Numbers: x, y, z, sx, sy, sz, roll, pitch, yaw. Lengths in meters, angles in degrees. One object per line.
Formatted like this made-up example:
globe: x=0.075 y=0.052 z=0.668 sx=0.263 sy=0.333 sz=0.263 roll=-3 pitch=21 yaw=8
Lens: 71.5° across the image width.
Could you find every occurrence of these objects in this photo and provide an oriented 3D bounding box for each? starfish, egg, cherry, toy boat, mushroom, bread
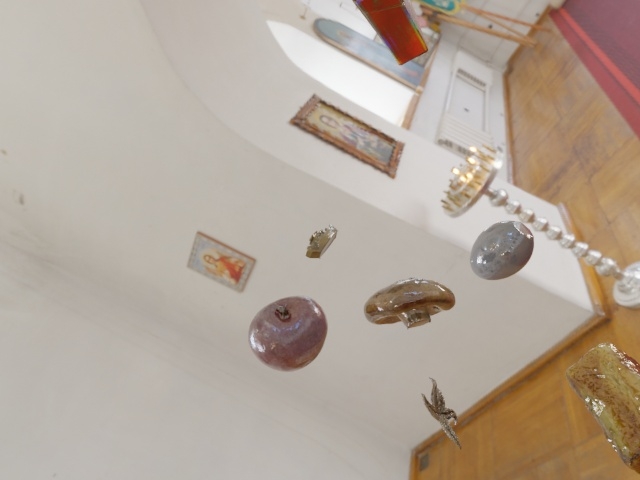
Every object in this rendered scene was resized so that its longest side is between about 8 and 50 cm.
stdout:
starfish: x=0.407 y=0.584 z=1.502 sx=0.057 sy=0.213 sz=0.237 roll=-33 pitch=51 yaw=28
egg: x=0.604 y=0.040 z=1.498 sx=0.176 sy=0.176 sz=0.231 roll=-67 pitch=3 yaw=-51
cherry: x=-0.101 y=0.311 z=1.454 sx=0.261 sy=0.221 sz=0.307 roll=-22 pitch=-39 yaw=-16
toy boat: x=0.000 y=0.000 z=1.589 sx=0.206 sy=0.072 sz=0.064 roll=-50 pitch=-18 yaw=-55
mushroom: x=0.272 y=0.194 z=1.355 sx=0.278 sy=0.279 sz=0.145 roll=122 pitch=140 yaw=-64
bread: x=0.786 y=0.424 z=1.129 sx=0.195 sy=0.149 sz=0.344 roll=-52 pitch=14 yaw=20

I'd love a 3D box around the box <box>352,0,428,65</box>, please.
box: x=0.080 y=-0.313 z=0.560 sx=0.048 sy=0.112 sz=0.175 roll=-20 pitch=-12 yaw=25
